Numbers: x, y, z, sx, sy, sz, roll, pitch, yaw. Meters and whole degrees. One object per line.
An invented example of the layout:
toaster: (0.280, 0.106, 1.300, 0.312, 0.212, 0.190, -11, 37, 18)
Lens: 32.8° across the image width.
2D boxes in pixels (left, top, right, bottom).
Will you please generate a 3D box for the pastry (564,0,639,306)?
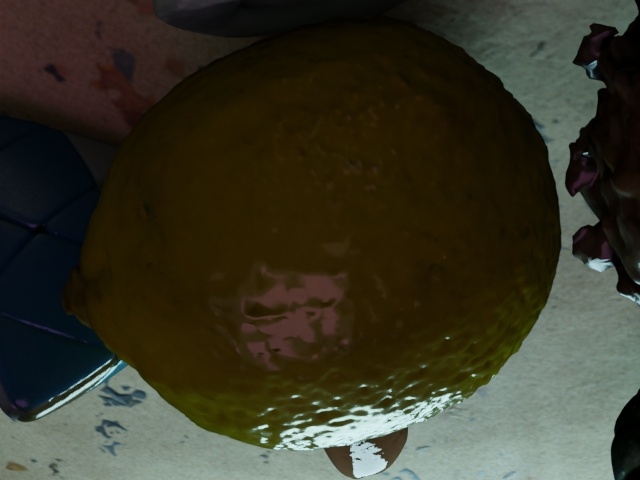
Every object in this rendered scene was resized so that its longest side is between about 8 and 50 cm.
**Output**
pastry: (0.338, 0.000, 0.597, 0.405, 0.292, 0.337, 29, 154, 24)

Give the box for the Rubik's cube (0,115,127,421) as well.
Rubik's cube: (-0.162, 0.043, 0.815, 0.254, 0.254, 0.254, 6, 135, 6)

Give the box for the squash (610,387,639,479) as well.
squash: (0.340, 0.185, 0.862, 0.218, 0.218, 0.172, -11, 159, 21)

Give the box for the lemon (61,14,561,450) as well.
lemon: (0.000, 0.000, 0.689, 0.321, 0.268, 0.268, -28, 129, -4)

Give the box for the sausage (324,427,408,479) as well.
sausage: (0.011, 0.101, 0.927, 0.086, 0.086, 0.289, -6, 134, 16)

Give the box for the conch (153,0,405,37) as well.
conch: (0.000, -0.186, 0.622, 0.221, 0.121, 0.185, -16, 144, 33)
